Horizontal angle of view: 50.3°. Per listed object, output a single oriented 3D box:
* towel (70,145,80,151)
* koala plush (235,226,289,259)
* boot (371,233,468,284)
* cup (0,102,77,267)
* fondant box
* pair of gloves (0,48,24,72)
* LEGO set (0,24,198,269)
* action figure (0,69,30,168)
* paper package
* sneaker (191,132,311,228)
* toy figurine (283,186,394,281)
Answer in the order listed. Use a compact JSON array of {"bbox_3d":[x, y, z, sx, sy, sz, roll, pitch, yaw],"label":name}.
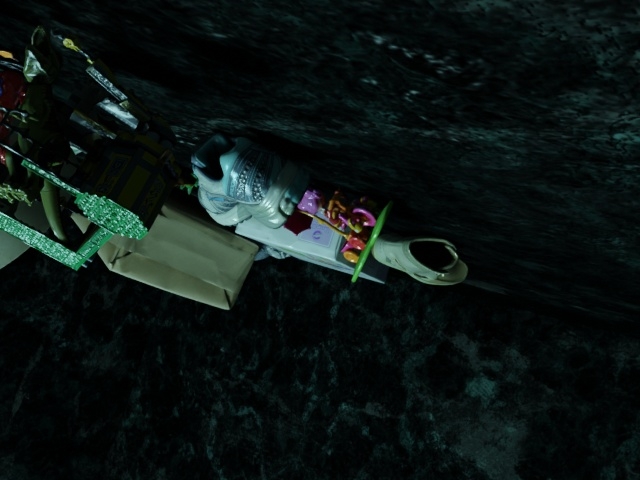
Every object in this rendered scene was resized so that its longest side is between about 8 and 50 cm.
[{"bbox_3d":[-0.599,-0.230,1.264,0.325,0.038,0.248,19,176,-25],"label":"towel"},{"bbox_3d":[-0.201,0.002,1.821,0.196,0.203,0.221,14,-173,37],"label":"koala plush"},{"bbox_3d":[0.223,0.039,1.307,0.213,0.077,0.165,19,173,-20],"label":"boot"},{"bbox_3d":[-0.572,-0.124,1.010,0.331,0.331,0.237,14,148,30],"label":"cup"},{"bbox_3d":[0.000,0.000,1.501,0.238,0.096,0.330,15,176,25],"label":"fondant box"},{"bbox_3d":[-0.382,-0.216,0.797,0.074,0.010,0.083,17,176,-6],"label":"pair of gloves"},{"bbox_3d":[-0.257,-0.133,0.608,0.331,0.192,0.255,28,152,-12],"label":"LEGO set"},{"bbox_3d":[-0.432,-0.125,0.808,0.091,0.139,0.280,-8,-163,34],"label":"action figure"},{"bbox_3d":[-0.339,-0.018,1.480,0.309,0.168,0.325,27,-176,-39],"label":"paper package"},{"bbox_3d":[-0.117,-0.094,0.915,0.122,0.110,0.283,38,164,-23],"label":"sneaker"},{"bbox_3d":[0.014,-0.036,1.043,0.159,0.130,0.173,26,154,3],"label":"toy figurine"}]
